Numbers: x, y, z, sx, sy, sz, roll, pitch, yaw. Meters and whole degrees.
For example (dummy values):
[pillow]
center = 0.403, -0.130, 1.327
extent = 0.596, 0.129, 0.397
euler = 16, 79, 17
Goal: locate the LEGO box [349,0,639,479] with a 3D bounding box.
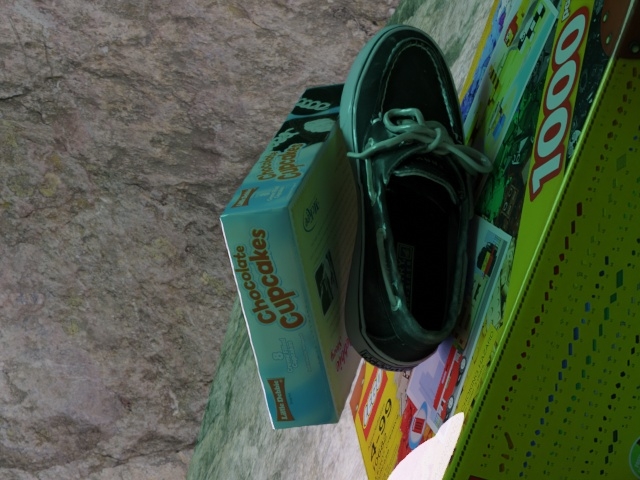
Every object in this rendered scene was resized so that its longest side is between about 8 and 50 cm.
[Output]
[LEGO box]
center = 0.207, 0.018, 1.190
extent = 0.372, 0.193, 0.500
euler = -106, 34, -72

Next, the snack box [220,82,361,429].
[snack box]
center = 0.000, 0.000, 1.208
extent = 0.322, 0.060, 0.187
euler = -64, -37, -64

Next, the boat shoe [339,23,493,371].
[boat shoe]
center = 0.075, -0.052, 1.141
extent = 0.105, 0.113, 0.306
euler = 134, 148, -60
